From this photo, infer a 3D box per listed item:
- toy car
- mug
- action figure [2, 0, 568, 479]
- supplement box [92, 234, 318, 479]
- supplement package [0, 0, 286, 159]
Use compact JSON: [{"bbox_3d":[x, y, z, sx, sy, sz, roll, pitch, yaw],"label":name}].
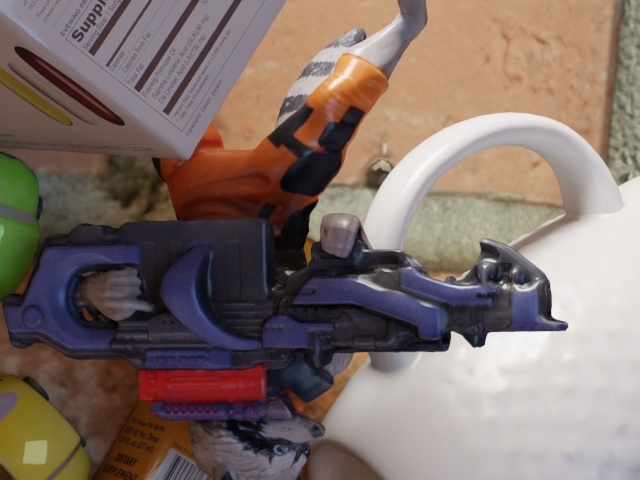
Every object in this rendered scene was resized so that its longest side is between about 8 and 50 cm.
[{"bbox_3d":[-0.222,0.053,1.021,0.239,0.053,0.225,18,84,-33],"label":"toy car"},{"bbox_3d":[0.153,0.094,1.142,0.328,0.276,0.374,-27,105,-24],"label":"mug"},{"bbox_3d":[0.000,0.000,1.007,0.178,0.341,0.330,34,65,-67],"label":"action figure"},{"bbox_3d":[-0.067,0.102,1.112,0.080,0.078,0.233,38,73,-25],"label":"supplement box"},{"bbox_3d":[-0.137,-0.170,0.935,0.145,0.262,0.204,39,73,-29],"label":"supplement package"}]
